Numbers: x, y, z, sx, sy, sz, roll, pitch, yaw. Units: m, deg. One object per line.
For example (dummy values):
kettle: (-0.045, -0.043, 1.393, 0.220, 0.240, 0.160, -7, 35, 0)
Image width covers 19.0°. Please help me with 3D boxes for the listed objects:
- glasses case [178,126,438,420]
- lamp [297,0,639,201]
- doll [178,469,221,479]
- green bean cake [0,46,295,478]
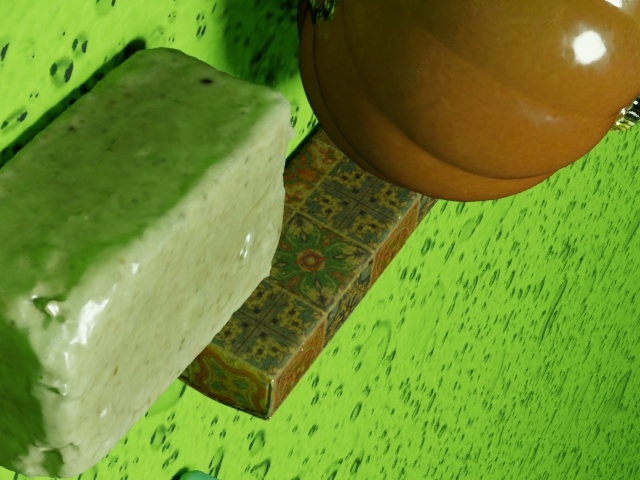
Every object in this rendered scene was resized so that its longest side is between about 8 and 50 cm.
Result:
glasses case: (0.000, 0.000, 1.060, 0.218, 0.075, 0.049, -51, 160, -34)
lamp: (0.081, -0.126, 0.927, 0.223, 0.196, 0.223, -51, -157, 31)
doll: (-0.093, 0.218, 1.125, 0.159, 0.059, 0.159, -21, 132, -65)
green bean cake: (-0.090, 0.007, 0.821, 0.179, 0.085, 0.109, -48, 156, -41)
